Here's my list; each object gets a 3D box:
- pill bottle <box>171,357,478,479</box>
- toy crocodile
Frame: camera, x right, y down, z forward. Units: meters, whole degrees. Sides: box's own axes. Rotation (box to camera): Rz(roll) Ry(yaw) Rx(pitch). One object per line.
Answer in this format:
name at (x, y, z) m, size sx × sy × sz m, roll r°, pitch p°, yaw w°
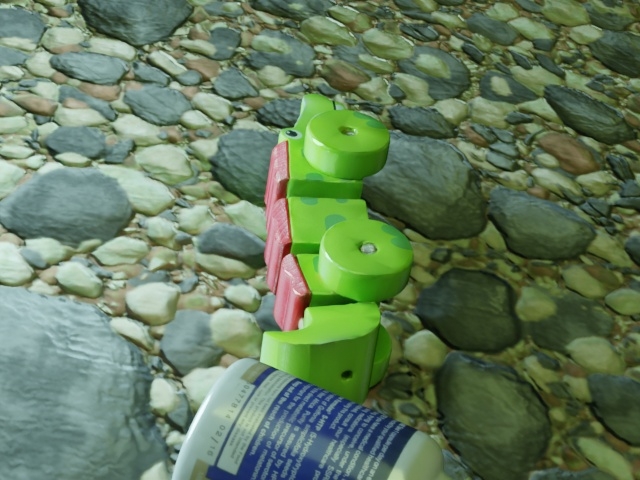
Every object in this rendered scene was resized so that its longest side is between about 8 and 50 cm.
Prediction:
pill bottle at (0.014, 0.156, 0.855) m, size 0.187 × 0.112 × 0.112 m, roll 22°, pitch 39°, yaw 14°
toy crocodile at (0.000, 0.000, 1.047) m, size 0.105 × 0.115 × 0.340 m, roll 4°, pitch 38°, yaw -9°
